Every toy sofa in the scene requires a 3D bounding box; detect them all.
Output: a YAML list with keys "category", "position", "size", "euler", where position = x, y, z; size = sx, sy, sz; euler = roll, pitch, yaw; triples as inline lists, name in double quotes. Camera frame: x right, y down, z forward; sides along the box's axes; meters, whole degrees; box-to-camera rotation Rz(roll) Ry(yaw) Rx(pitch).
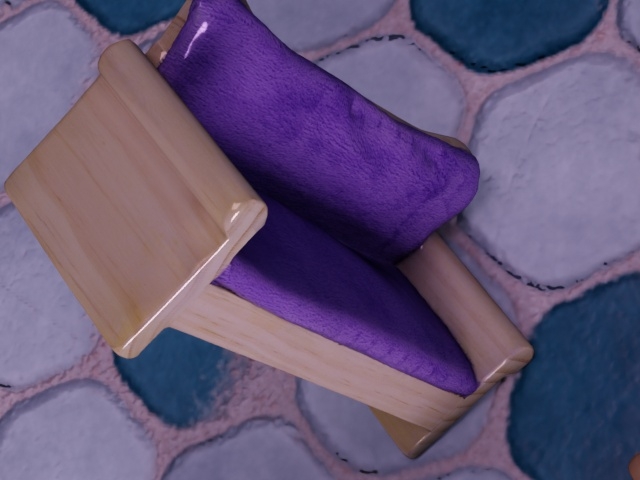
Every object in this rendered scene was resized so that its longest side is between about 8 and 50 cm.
- category: "toy sofa"
  position: [0.000, 0.000, 1.078]
  size: [0.177, 0.362, 0.150]
  euler: [-45, 56, 12]

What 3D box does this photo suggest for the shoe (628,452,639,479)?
- category: "shoe"
  position: [0.264, 0.195, 1.030]
  size: [0.058, 0.076, 0.219]
  euler: [-43, 55, 13]
